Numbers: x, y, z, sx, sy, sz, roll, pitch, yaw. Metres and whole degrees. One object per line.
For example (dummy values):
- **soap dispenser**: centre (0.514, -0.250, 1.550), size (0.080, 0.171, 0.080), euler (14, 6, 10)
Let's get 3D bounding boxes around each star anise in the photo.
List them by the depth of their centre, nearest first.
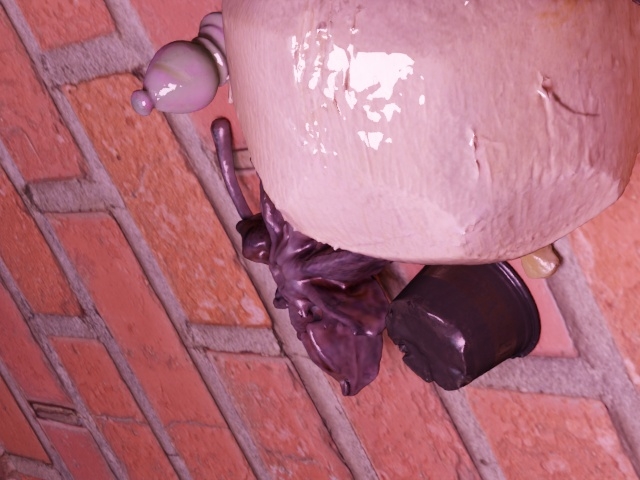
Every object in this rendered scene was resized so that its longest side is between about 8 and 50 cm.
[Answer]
- **star anise**: centre (0.000, 0.000, 1.699), size (0.316, 0.139, 0.359), euler (-17, 91, 58)

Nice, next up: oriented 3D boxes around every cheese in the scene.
- **cheese**: centre (0.214, -0.001, 1.477), size (0.044, 0.030, 0.083), euler (5, 120, 60)

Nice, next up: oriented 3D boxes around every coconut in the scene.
- **coconut**: centre (0.091, -0.138, 1.201), size (0.346, 0.346, 0.360), euler (25, 131, 40)

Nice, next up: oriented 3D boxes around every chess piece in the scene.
- **chess piece**: centre (-0.079, -0.195, 1.444), size (0.139, 0.272, 0.139), euler (36, 146, 30)

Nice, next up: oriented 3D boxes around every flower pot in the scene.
- **flower pot**: centre (0.143, 0.086, 1.592), size (0.157, 0.107, 0.157), euler (36, 144, 31)

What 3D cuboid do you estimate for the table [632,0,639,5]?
- **table**: centre (0.309, -0.220, 0.975), size (0.193, 0.172, 0.169), euler (40, 147, 23)
